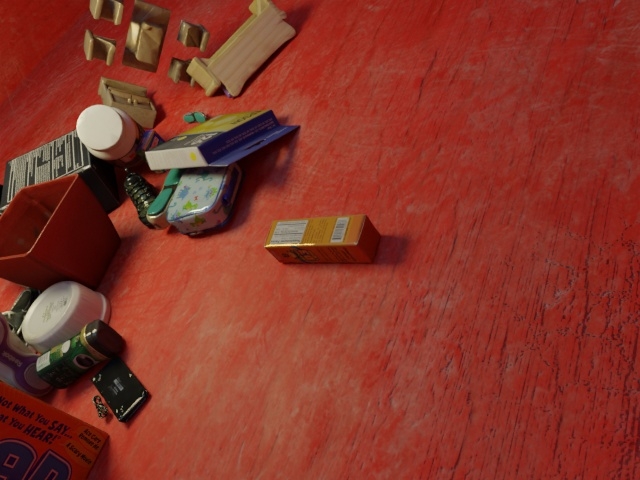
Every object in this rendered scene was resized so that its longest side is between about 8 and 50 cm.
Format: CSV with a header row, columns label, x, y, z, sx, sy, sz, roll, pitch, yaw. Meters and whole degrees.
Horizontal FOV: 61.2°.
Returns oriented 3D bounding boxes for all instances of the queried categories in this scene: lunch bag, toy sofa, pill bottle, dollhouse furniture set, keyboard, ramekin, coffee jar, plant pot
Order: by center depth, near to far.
label,x,y,z,sx,sy,sz,roll,pitch,yaw
keyboard,-0.451,0.334,1.187,0.108,0.023,0.180,-46,42,-17
coffee jar,-0.560,0.264,1.266,0.184,0.096,0.079,-32,38,6
ramekin,-0.651,0.200,1.374,0.207,0.109,0.207,-19,45,20
lunch bag,-0.295,-0.120,1.419,0.176,0.090,0.219,-13,47,26
plant pot,-0.724,0.011,1.492,0.267,0.236,0.267,-7,50,30
pill bottle,-0.636,-0.319,1.676,0.162,0.162,0.278,-42,2,-4
toy sofa,-0.265,-0.641,1.829,0.362,0.177,0.150,-51,19,-13
dollhouse furniture set,-0.639,-0.635,1.898,0.256,0.362,0.394,53,128,46

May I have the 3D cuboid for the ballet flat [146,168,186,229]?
label,x,y,z,sx,sy,sz,roll,pitch,yaw
ballet flat,-0.404,-0.131,1.512,0.086,0.086,0.248,-3,48,33

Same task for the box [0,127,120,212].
label,x,y,z,sx,sy,sz,roll,pitch,yaw
box,-0.829,-0.183,1.742,0.294,0.183,0.296,-28,44,-3

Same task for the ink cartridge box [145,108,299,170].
label,x,y,z,sx,sy,sz,roll,pitch,yaw
ink cartridge box,-0.267,-0.279,1.470,0.307,0.072,0.303,1,29,38

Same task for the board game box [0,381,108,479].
label,x,y,z,sx,sy,sz,roll,pitch,yaw
board game box,-0.724,0.444,1.030,0.356,0.356,0.356,1,55,34

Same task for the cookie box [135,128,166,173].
label,x,y,z,sx,sy,sz,roll,pitch,yaw
cookie box,-0.516,-0.277,1.692,0.040,0.107,0.092,-9,50,28

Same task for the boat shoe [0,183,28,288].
label,x,y,z,sx,sy,sz,roll,pitch,yaw
boat shoe,-0.995,-0.027,1.715,0.156,0.187,0.500,-45,52,-5

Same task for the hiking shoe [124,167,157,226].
label,x,y,z,sx,sy,sz,roll,pitch,yaw
hiking shoe,-0.521,-0.125,1.559,0.086,0.114,0.227,-41,42,-2

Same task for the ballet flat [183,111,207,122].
label,x,y,z,sx,sy,sz,roll,pitch,yaw
ballet flat,-0.406,-0.411,1.785,0.114,0.041,0.041,8,60,38

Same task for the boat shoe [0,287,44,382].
label,x,y,z,sx,sy,sz,roll,pitch,yaw
boat shoe,-0.818,0.241,1.444,0.121,0.119,0.335,-25,44,14

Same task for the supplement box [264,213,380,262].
label,x,y,z,sx,sy,sz,roll,pitch,yaw
supplement box,0.000,0.000,1.125,0.233,0.078,0.080,0,57,35

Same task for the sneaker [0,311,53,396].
label,x,y,z,sx,sy,sz,roll,pitch,yaw
sneaker,-0.767,0.257,1.266,0.152,0.305,0.114,-6,35,38
